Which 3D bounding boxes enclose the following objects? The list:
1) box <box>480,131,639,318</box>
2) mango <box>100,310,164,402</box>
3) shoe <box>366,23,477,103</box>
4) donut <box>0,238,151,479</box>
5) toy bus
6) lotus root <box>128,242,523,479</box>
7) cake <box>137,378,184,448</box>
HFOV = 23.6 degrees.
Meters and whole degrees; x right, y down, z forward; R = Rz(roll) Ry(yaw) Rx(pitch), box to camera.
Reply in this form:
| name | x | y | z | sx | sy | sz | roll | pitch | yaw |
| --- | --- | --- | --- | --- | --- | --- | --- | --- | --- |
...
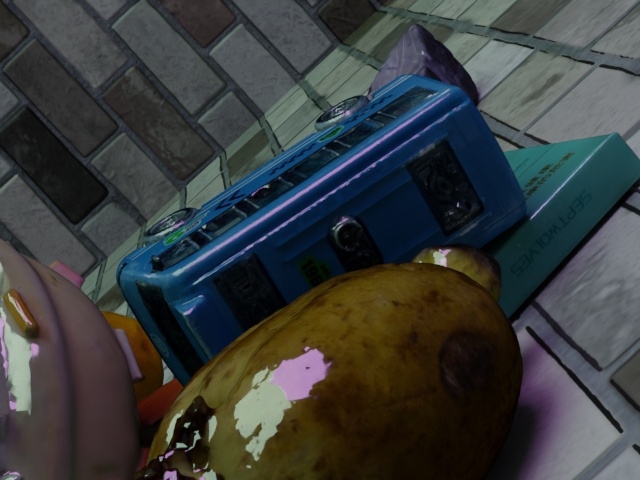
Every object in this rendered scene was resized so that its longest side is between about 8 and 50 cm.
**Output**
| name | x | y | z | sx | sy | sz | roll | pitch | yaw |
| --- | --- | --- | --- | --- | --- | --- | --- | --- | --- |
| box | 0.114 | -0.002 | 1.079 | 0.162 | 0.041 | 0.229 | -45 | 11 | -14 |
| mango | -0.274 | 0.188 | 1.489 | 0.359 | 0.144 | 0.187 | -43 | -3 | 34 |
| shoe | 0.080 | -0.129 | 1.553 | 0.137 | 0.095 | 0.245 | -36 | 19 | 20 |
| donut | -0.253 | 0.182 | 1.064 | 0.382 | 0.142 | 0.383 | -22 | 62 | 47 |
| toy bus | 0.000 | 0.000 | 0.978 | 0.246 | 0.113 | 0.134 | -34 | 16 | -11 |
| lotus root | 0.014 | 0.098 | 0.801 | 0.314 | 0.141 | 0.169 | -39 | 9 | -37 |
| cake | -0.103 | 0.158 | 1.101 | 0.287 | 0.098 | 0.135 | -28 | 11 | 35 |
